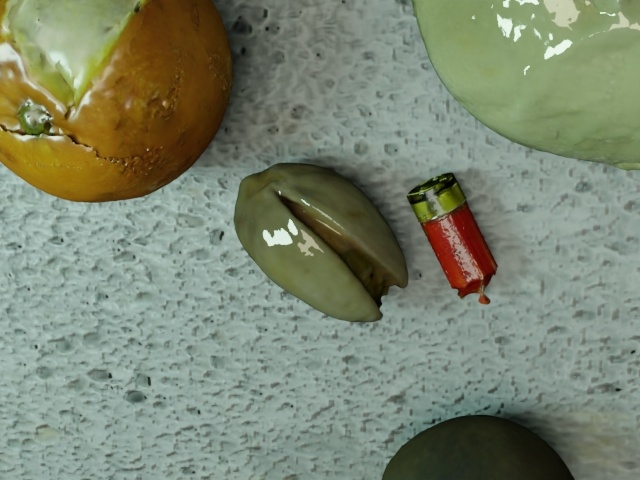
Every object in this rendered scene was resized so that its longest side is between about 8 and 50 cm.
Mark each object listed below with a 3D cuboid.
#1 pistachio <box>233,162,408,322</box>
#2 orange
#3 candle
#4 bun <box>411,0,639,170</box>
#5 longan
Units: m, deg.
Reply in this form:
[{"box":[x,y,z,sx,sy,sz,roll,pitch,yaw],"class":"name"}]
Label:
[{"box":[0.000,0.000,0.783,0.185,0.124,0.124,44,109,-7],"class":"pistachio"},{"box":[-0.196,-0.150,0.730,0.240,0.240,0.239,3,105,12],"class":"orange"},{"box":[0.131,0.003,0.782,0.052,0.052,0.130,-25,99,18],"class":"candle"},{"box":[0.243,-0.219,0.621,0.364,0.202,0.364,4,107,13],"class":"bun"},{"box":[0.149,0.249,0.781,0.187,0.167,0.167,-6,103,25],"class":"longan"}]
